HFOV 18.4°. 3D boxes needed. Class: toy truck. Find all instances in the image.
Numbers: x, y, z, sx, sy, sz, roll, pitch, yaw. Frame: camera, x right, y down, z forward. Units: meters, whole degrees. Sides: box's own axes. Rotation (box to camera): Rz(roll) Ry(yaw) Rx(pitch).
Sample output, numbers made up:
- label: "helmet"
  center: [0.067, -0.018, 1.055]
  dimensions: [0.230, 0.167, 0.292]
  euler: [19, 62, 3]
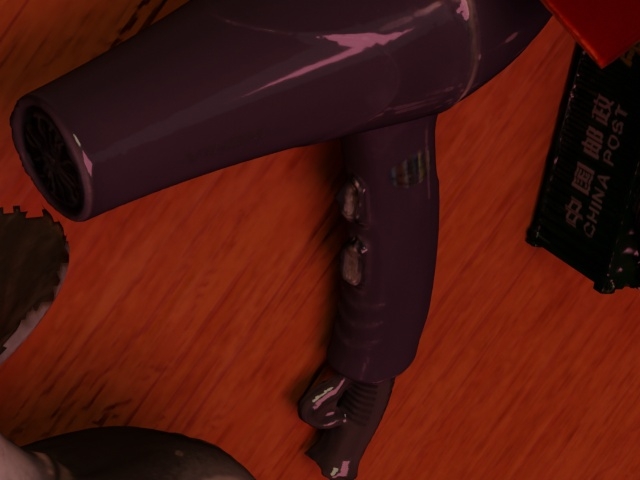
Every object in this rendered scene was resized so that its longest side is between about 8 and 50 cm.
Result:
- label: "toy truck"
  center: [0.208, -0.095, 1.094]
  dimensions: [0.088, 0.121, 0.259]
  euler: [0, 113, -31]

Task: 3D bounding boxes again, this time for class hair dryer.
- label: "hair dryer"
  center: [0.000, 0.000, 1.021]
  dimensions: [0.301, 0.121, 0.361]
  euler: [-28, 134, -29]

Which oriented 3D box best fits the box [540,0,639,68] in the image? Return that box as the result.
- label: "box"
  center: [0.102, -0.255, 0.856]
  dimensions: [0.197, 0.089, 0.313]
  euler: [-36, 108, 23]

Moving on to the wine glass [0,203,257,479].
- label: "wine glass"
  center: [-0.135, 0.162, 0.945]
  dimensions: [0.238, 0.238, 0.323]
  euler: [-36, 117, -12]
